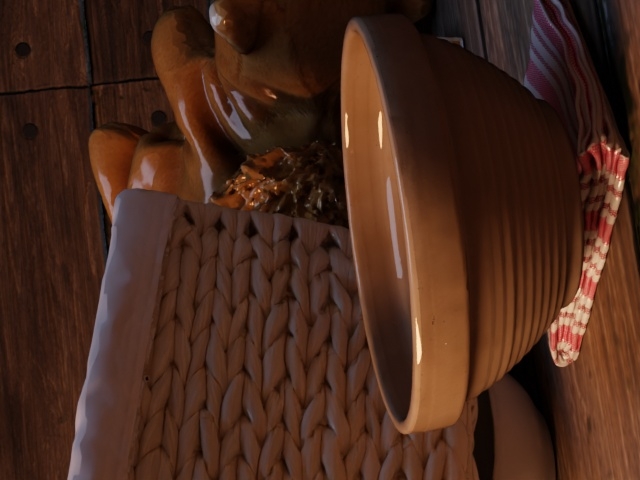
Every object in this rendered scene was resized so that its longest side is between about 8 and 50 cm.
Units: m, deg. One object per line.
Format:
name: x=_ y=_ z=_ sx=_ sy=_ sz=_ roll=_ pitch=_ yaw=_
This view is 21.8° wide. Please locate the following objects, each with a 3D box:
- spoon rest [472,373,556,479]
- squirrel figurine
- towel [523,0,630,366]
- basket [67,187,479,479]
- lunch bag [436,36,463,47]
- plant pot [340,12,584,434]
spoon rest: x=0.122 y=0.209 z=1.100 sx=0.137 sy=0.084 sz=0.276 roll=99 pitch=163 yaw=-59
squirrel figurine: x=-0.020 y=-0.076 z=1.435 sx=0.370 sy=0.281 sz=0.397 roll=116 pitch=147 yaw=-53
towel: x=0.140 y=-0.037 z=1.007 sx=0.197 sy=0.029 sz=0.144 roll=94 pitch=168 yaw=-48
basket: x=-0.045 y=0.190 z=1.175 sx=0.328 sy=0.266 sz=0.331 roll=102 pitch=173 yaw=-49
lunch bag: x=0.082 y=-0.114 z=1.280 sx=0.071 sy=0.053 sz=0.083 roll=-170 pitch=84 yaw=-79
plant pot: x=0.082 y=-0.014 z=0.942 sx=0.237 sy=0.109 sz=0.237 roll=174 pitch=90 yaw=-84
